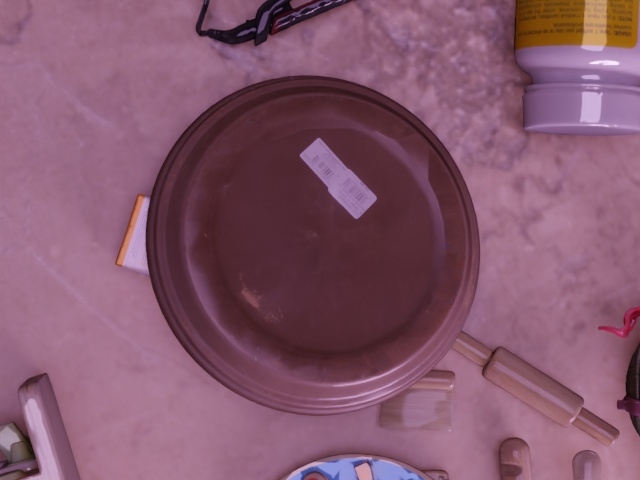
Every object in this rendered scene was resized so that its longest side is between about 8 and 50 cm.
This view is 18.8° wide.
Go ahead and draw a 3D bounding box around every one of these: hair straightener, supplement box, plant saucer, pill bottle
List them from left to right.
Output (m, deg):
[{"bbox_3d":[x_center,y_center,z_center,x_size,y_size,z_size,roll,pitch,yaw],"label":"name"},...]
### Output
[{"bbox_3d":[-0.110,0.006,1.564,0.098,0.036,0.062,19,87,-5],"label":"supplement box"},{"bbox_3d":[-0.001,-0.229,1.580,0.230,0.047,0.089,-25,91,-1],"label":"hair straightener"},{"bbox_3d":[0.000,0.000,1.545,0.278,0.041,0.278,2,80,-14],"label":"plant saucer"},{"bbox_3d":[0.216,-0.192,1.556,0.119,0.119,0.208,3,89,-5],"label":"pill bottle"}]

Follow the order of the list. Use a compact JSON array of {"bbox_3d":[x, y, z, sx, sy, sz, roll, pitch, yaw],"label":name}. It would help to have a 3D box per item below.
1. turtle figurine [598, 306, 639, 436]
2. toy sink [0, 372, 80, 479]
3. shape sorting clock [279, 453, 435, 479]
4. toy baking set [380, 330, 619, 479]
[{"bbox_3d":[0.301,0.133,1.566,0.175,0.118,0.234,-1,91,-46],"label":"turtle figurine"},{"bbox_3d":[-0.244,0.235,1.493,0.131,0.153,0.234,-16,92,-5],"label":"toy sink"},{"bbox_3d":[0.030,0.275,1.563,0.206,0.040,0.206,0,92,2],"label":"shape sorting clock"},{"bbox_3d":[0.148,0.198,1.592,0.256,0.030,0.197,28,93,2],"label":"toy baking set"}]
